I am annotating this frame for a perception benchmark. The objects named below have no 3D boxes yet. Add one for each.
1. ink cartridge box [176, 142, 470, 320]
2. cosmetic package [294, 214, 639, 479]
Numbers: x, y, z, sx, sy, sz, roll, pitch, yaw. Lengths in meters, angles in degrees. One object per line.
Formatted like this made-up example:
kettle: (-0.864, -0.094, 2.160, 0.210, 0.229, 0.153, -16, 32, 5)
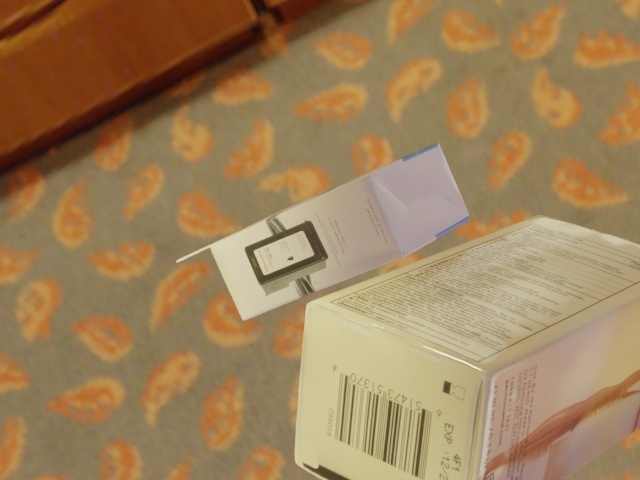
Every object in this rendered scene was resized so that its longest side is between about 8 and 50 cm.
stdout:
ink cartridge box: (0.000, 0.000, 0.467, 0.083, 0.048, 0.028, -22, 92, 35)
cosmetic package: (0.132, 0.087, 1.041, 0.153, 0.129, 0.296, 20, 25, 36)
